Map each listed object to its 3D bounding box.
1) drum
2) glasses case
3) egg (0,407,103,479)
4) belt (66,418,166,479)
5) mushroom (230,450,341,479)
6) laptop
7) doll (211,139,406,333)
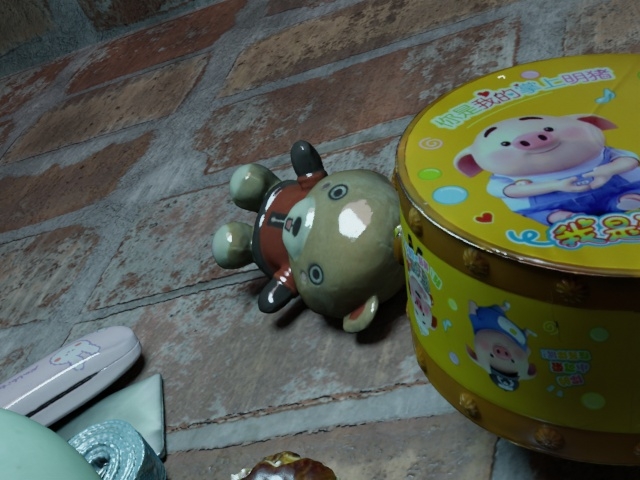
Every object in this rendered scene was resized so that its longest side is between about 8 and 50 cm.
[{"bbox_3d":[0.284,-0.001,1.055,0.431,0.214,0.431,-4,33,3],"label":"drum"},{"bbox_3d":[-0.381,0.209,1.506,0.296,0.075,0.113,-33,18,-19],"label":"glasses case"},{"bbox_3d":[-0.312,0.325,1.041,0.276,0.276,0.389,-34,56,-13],"label":"egg"},{"bbox_3d":[-0.258,0.295,1.274,0.163,0.082,0.147,-38,39,-17],"label":"belt"},{"bbox_3d":[0.006,0.281,1.008,0.233,0.208,0.302,28,36,8],"label":"mushroom"},{"bbox_3d":[-0.323,0.278,1.424,0.269,0.015,0.188,-25,28,4],"label":"laptop"},{"bbox_3d":[0.000,0.000,1.462,0.330,0.174,0.235,12,77,52],"label":"doll"}]
